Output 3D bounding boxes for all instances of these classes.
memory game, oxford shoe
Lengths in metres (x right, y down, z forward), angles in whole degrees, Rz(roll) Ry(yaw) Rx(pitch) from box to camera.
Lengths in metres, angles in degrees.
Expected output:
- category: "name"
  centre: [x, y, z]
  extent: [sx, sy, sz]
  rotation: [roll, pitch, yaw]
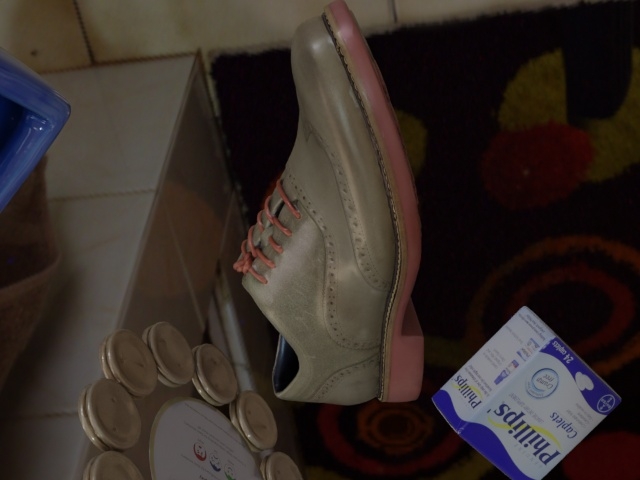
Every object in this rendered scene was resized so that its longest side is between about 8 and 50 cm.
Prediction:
- category: "memory game"
  centre: [-0.058, 0.127, 0.543]
  extent: [0.012, 0.186, 0.186]
  rotation: [-28, 119, 21]
- category: "oxford shoe"
  centre: [0.000, 0.000, 0.757]
  extent: [0.130, 0.123, 0.348]
  rotation: [-10, 127, -3]

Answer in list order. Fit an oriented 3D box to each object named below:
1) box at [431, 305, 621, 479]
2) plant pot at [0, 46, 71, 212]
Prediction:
- category: "box"
  centre: [0.208, 0.161, 1.071]
  extent: [0.137, 0.072, 0.126]
  rotation: [-46, 118, 5]
- category: "plant pot"
  centre: [-0.318, -0.067, 0.562]
  extent: [0.212, 0.236, 0.236]
  rotation: [38, 92, 15]
